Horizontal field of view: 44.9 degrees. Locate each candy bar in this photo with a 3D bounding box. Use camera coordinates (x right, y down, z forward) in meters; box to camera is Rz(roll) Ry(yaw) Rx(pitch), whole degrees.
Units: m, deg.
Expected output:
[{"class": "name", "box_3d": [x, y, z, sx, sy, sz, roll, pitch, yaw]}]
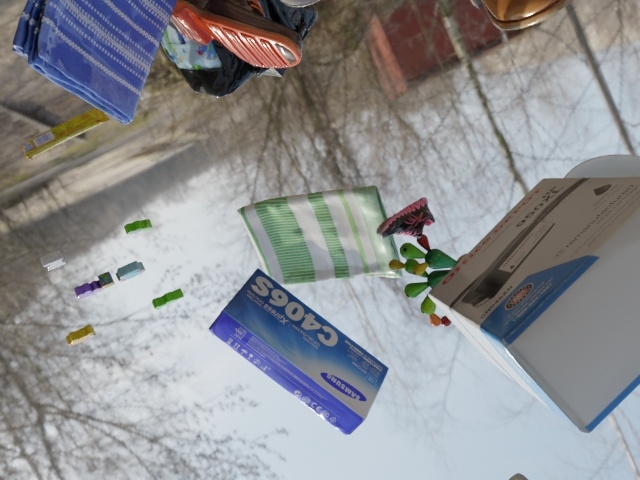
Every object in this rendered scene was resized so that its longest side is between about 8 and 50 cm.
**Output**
[{"class": "candy bar", "box_3d": [-0.454, -0.191, 1.368, 0.161, 0.040, 0.018, -31, 157, -14]}]

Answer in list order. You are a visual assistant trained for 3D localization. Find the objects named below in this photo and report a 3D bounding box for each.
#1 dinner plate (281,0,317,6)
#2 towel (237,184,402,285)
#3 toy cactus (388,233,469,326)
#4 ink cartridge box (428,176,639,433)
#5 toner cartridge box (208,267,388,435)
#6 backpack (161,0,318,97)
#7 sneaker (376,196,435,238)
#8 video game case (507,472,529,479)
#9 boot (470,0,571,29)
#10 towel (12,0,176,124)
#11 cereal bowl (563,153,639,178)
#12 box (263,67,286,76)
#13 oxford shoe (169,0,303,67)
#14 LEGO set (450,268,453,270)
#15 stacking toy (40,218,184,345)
[{"class": "dinner plate", "box_3d": [-0.017, -0.409, 1.130, 0.141, 0.141, 0.017, -21, 156, 28]}, {"class": "towel", "box_3d": [0.000, 0.000, 1.699, 0.324, 0.248, 0.038, -5, -142, 23]}, {"class": "toy cactus", "box_3d": [0.237, 0.061, 1.411, 0.180, 0.219, 0.112, -26, -154, 24]}, {"class": "ink cartridge box", "box_3d": [0.341, 0.062, 1.088, 0.285, 0.166, 0.395, -44, -174, -1]}, {"class": "toner cartridge box", "box_3d": [-0.038, 0.220, 1.557, 0.075, 0.347, 0.165, -52, -179, 37]}, {"class": "backpack", "box_3d": [-0.191, -0.466, 1.262, 0.273, 0.356, 0.290, 21, -124, 32]}, {"class": "sneaker", "box_3d": [0.143, -0.025, 1.260, 0.119, 0.057, 0.047, -30, -177, -32]}, {"class": "video game case", "box_3d": [0.185, 0.337, 0.606, 0.026, 0.227, 0.206, 2, 123, -58]}, {"class": "boot", "box_3d": [0.233, -0.419, 1.058, 0.109, 0.220, 0.283, -32, -150, 6]}, {"class": "towel", "box_3d": [-0.234, -0.328, 0.946, 0.040, 0.336, 0.243, 19, 175, 18]}, {"class": "cereal bowl", "box_3d": [0.593, 0.004, 1.487, 0.339, 0.339, 0.141, -30, 156, -22]}, {"class": "box", "box_3d": [-0.112, -0.382, 1.594, 0.062, 0.083, 0.052, 16, -100, 35]}, {"class": "oxford shoe", "box_3d": [-0.117, -0.317, 1.073, 0.271, 0.097, 0.098, 29, -99, 32]}, {"class": "LEGO set", "box_3d": [0.356, 0.153, 1.752, 0.093, 0.227, 0.087, -52, -143, -4]}, {"class": "stacking toy", "box_3d": [-0.382, 0.073, 1.413, 0.221, 0.167, 0.052, -23, 169, -10]}]
